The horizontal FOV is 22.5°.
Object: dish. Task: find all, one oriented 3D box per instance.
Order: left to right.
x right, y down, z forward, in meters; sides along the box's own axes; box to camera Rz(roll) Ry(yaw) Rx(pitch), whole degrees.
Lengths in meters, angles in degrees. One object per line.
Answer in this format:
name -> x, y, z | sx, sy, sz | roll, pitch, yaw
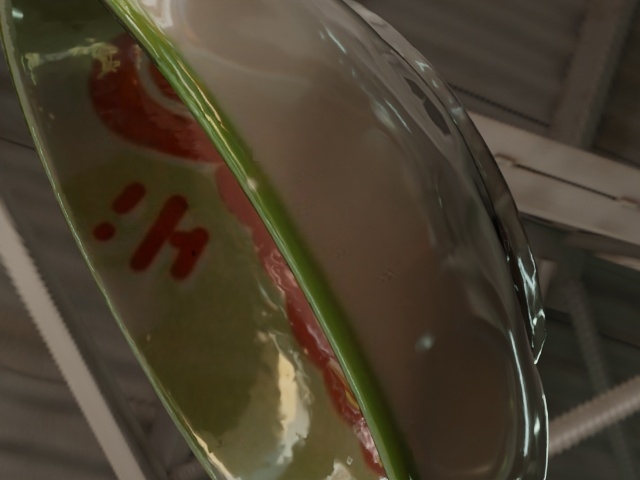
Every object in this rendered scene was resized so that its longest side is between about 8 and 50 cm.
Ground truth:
dish -> 0.000, 0.000, 0.641 | 0.124, 0.324, 0.324 | -30, -84, -17
